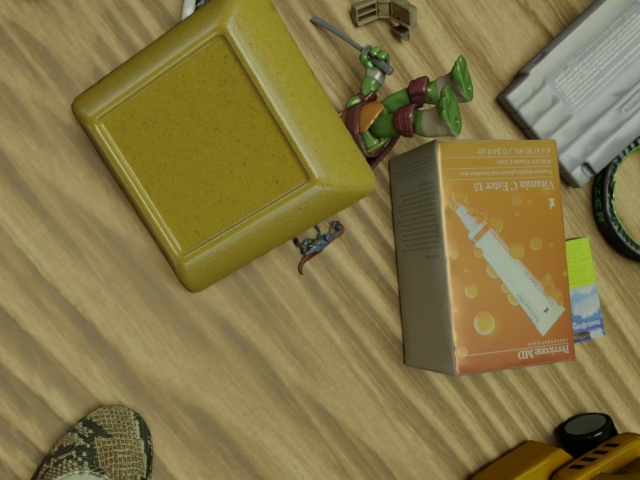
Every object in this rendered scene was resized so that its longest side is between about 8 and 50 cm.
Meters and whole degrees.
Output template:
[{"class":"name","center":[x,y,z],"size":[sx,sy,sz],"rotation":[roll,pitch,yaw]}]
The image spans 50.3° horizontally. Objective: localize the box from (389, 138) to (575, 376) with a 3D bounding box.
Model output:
[{"class":"box","center":[0.250,0.024,1.081],"size":[0.215,0.168,0.345],"rotation":[-4,88,-19]}]

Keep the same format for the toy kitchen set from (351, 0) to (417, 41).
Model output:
[{"class":"toy kitchen set","center":[0.106,-0.353,1.118],"size":[0.075,0.083,0.068],"rotation":[-27,136,-18]}]

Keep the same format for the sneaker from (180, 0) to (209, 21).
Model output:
[{"class":"sneaker","center":[-0.135,-0.398,1.029],"size":[0.121,0.079,0.216],"rotation":[11,86,-14]}]

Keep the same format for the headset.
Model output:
[{"class":"headset","center":[0.701,-0.070,1.229],"size":[0.394,0.185,0.243],"rotation":[6,84,-6]}]

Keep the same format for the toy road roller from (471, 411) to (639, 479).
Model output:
[{"class":"toy road roller","center":[0.428,0.427,1.072],"size":[0.330,0.240,0.202],"rotation":[-23,93,-19]}]

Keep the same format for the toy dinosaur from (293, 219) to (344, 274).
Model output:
[{"class":"toy dinosaur","center":[0.000,0.000,1.080],"size":[0.082,0.047,0.090],"rotation":[-9,122,-27]}]

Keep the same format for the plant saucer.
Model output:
[{"class":"plant saucer","center":[-0.147,-0.126,0.916],"size":[0.333,0.081,0.332],"rotation":[-30,97,16]}]

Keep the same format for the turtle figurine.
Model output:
[{"class":"turtle figurine","center":[0.065,-0.220,0.981],"size":[0.198,0.266,0.274],"rotation":[-17,101,-59]}]

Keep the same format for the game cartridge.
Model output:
[{"class":"game cartridge","center":[0.511,-0.294,1.200],"size":[0.355,0.068,0.230],"rotation":[-42,96,3]}]

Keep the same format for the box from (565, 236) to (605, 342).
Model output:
[{"class":"box","center":[0.434,0.089,1.203],"size":[0.109,0.042,0.178],"rotation":[-10,89,-18]}]

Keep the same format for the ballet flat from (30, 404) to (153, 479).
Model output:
[{"class":"ballet flat","center":[-0.353,0.442,0.844],"size":[0.164,0.182,0.482],"rotation":[34,76,-12]}]
